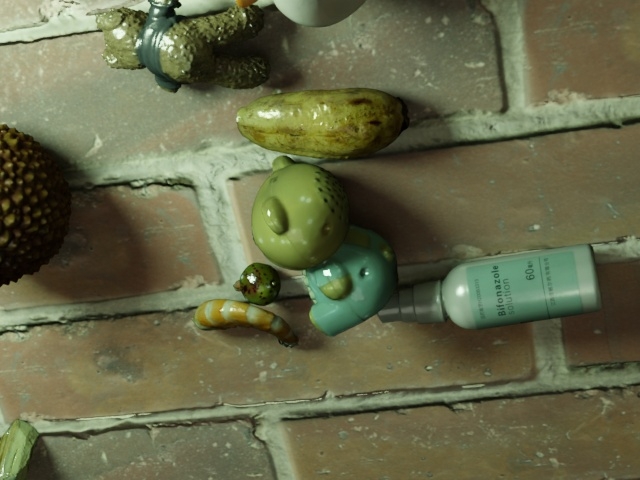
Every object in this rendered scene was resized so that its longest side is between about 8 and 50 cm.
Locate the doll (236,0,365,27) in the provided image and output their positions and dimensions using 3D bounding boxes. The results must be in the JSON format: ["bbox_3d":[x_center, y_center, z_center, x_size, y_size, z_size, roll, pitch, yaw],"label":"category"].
[{"bbox_3d":[-0.024,-0.410,1.688,0.221,0.221,0.251,34,96,-14],"label":"doll"}]

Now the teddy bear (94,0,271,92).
[{"bbox_3d":[-0.199,-0.283,1.796,0.251,0.129,0.182,4,120,3],"label":"teddy bear"}]

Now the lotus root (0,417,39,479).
[{"bbox_3d":[-0.566,0.422,2.268,0.070,0.144,0.143,29,129,-21],"label":"lotus root"}]

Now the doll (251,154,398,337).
[{"bbox_3d":[0.000,0.000,1.921,0.161,0.177,0.260,-29,117,26],"label":"doll"}]

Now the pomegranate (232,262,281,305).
[{"bbox_3d":[-0.107,0.069,2.040,0.084,0.073,0.073,14,123,16],"label":"pomegranate"}]

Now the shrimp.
[{"bbox_3d":[-0.120,0.142,2.094,0.161,0.049,0.166,-9,152,41],"label":"shrimp"}]

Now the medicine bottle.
[{"bbox_3d":[0.263,0.085,1.981,0.352,0.110,0.110,-10,120,12],"label":"medicine bottle"}]

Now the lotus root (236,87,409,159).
[{"bbox_3d":[0.004,-0.172,1.865,0.258,0.097,0.110,-2,124,12],"label":"lotus root"}]

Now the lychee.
[{"bbox_3d":[-0.510,-0.044,1.906,0.267,0.267,0.267,3,122,4],"label":"lychee"}]
